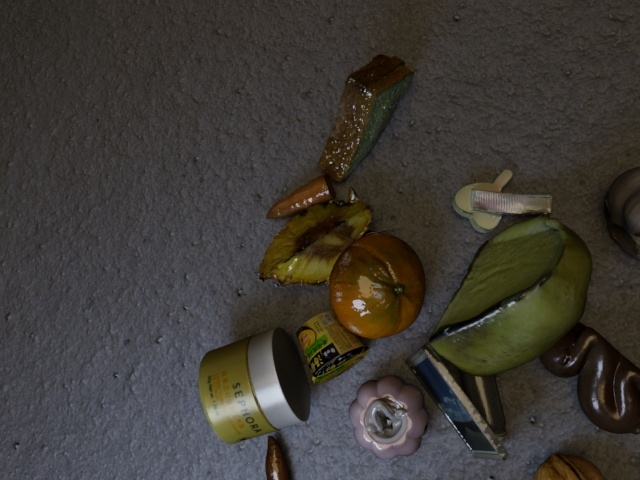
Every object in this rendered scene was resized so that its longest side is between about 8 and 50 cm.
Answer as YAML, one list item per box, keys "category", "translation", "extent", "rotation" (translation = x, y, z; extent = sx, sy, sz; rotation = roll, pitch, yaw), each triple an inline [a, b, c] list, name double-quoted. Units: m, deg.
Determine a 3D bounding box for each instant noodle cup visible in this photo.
- category: "instant noodle cup"
  translation: [0.022, 0.242, 1.180]
  extent: [0.151, 0.151, 0.122]
  rotation: [-32, 63, 5]

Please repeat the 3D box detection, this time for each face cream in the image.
- category: "face cream"
  translation: [0.349, 0.313, 1.118]
  extent: [0.073, 0.073, 0.284]
  rotation: [-12, 75, 10]
- category: "face cream"
  translation: [-0.145, 0.328, 1.155]
  extent: [0.179, 0.218, 0.218]
  rotation: [-21, 74, 9]

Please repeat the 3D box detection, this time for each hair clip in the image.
- category: "hair clip"
  translation: [0.422, -0.096, 1.193]
  extent: [0.218, 0.071, 0.159]
  rotation: [4, 73, 8]

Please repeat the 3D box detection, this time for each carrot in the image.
- category: "carrot"
  translation: [-0.058, -0.100, 1.306]
  extent: [0.205, 0.072, 0.072]
  rotation: [-23, 73, 23]

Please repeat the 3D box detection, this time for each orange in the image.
- category: "orange"
  translation: [0.133, 0.101, 1.140]
  extent: [0.240, 0.171, 0.240]
  rotation: [3, 83, -25]

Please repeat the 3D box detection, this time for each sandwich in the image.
- category: "sandwich"
  translation: [0.118, -0.314, 1.287]
  extent: [0.099, 0.288, 0.254]
  rotation: [31, 42, 11]

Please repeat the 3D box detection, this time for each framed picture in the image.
- category: "framed picture"
  translation: [0.280, 0.342, 1.073]
  extent: [0.023, 0.189, 0.260]
  rotation: [-32, 73, -13]

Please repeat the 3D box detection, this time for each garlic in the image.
- category: "garlic"
  translation: [0.721, -0.035, 1.061]
  extent: [0.256, 0.207, 0.207]
  rotation: [28, 85, 20]

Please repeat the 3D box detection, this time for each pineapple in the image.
- category: "pineapple"
  translation: [0.002, 0.004, 1.252]
  extent: [0.334, 0.158, 0.161]
  rotation: [-41, 34, -2]

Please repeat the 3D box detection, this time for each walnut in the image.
- category: "walnut"
  translation: [0.505, 0.514, 1.007]
  extent: [0.144, 0.144, 0.180]
  rotation: [-24, 69, 7]

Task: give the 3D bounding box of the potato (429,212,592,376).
- category: "potato"
  translation: [0.429, 0.121, 1.010]
  extent: [0.213, 0.280, 0.330]
  rotation: [43, 57, -7]

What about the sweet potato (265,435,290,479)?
- category: "sweet potato"
  translation: [-0.089, 0.586, 1.172]
  extent: [0.057, 0.057, 0.265]
  rotation: [-16, 79, 9]

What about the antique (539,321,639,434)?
- category: "antique"
  translation: [0.568, 0.280, 1.055]
  extent: [0.143, 0.121, 0.257]
  rotation: [-45, 79, 10]

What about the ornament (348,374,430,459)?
- category: "ornament"
  translation: [0.148, 0.383, 1.104]
  extent: [0.177, 0.177, 0.178]
  rotation: [-3, 78, 13]
